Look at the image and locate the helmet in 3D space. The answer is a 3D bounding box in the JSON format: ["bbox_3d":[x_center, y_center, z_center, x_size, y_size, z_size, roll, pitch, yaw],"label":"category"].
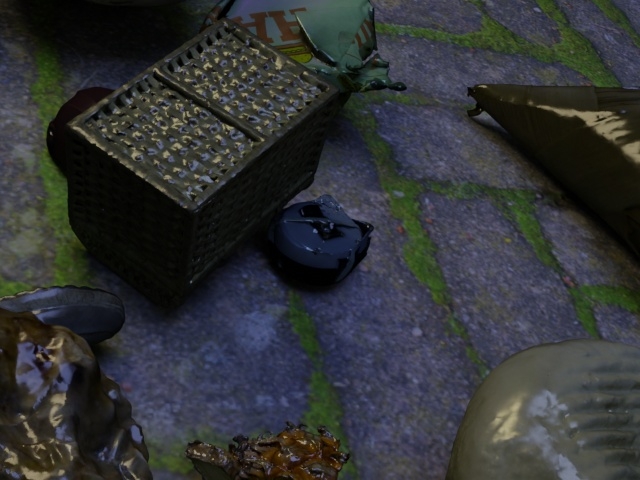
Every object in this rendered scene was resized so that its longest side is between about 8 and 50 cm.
[{"bbox_3d":[-0.201,-0.104,0.811,0.098,0.070,0.123,-12,54,-36],"label":"helmet"}]

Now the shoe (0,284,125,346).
[{"bbox_3d":[-0.229,0.083,0.608,0.195,0.074,0.077,-6,71,-34],"label":"shoe"}]

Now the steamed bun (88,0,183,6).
[{"bbox_3d":[-0.238,-0.371,0.909,0.334,0.232,0.312,19,17,-33],"label":"steamed bun"}]

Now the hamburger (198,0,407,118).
[{"bbox_3d":[-0.021,-0.199,0.969,0.235,0.125,0.214,18,46,-4],"label":"hamburger"}]

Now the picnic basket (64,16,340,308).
[{"bbox_3d":[-0.100,-0.061,0.737,0.134,0.154,0.196,32,51,15],"label":"picnic basket"}]

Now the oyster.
[{"bbox_3d":[-0.122,0.172,0.526,0.345,0.078,0.129,49,39,10],"label":"oyster"}]

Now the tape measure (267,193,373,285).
[{"bbox_3d":[-0.001,0.001,0.815,0.091,0.054,0.094,37,39,22],"label":"tape measure"}]

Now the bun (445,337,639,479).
[{"bbox_3d":[0.190,0.197,0.630,0.259,0.160,0.259,21,48,-26],"label":"bun"}]

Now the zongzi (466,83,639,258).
[{"bbox_3d":[0.360,-0.020,0.960,0.419,0.181,0.447,9,44,4],"label":"zongzi"}]

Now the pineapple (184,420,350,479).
[{"bbox_3d":[-0.042,0.168,0.621,0.114,0.077,0.114,10,7,-2],"label":"pineapple"}]
